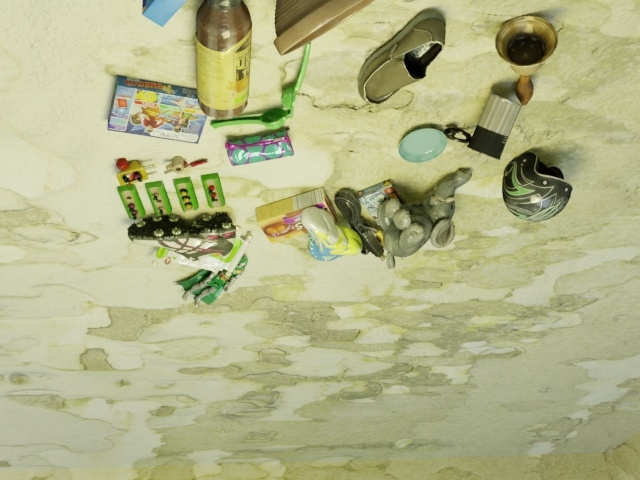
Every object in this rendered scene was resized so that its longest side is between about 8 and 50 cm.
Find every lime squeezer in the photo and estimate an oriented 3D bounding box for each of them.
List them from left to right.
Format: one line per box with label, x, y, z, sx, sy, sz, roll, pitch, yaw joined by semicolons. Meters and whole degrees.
lime squeezer;-0.096;-0.309;1.741;0.310;0.059;0.110;-33;107;32

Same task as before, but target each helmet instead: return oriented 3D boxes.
helmet;0.544;-0.126;2.021;0.169;0.161;0.169;-6;144;-4

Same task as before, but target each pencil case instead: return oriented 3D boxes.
pencil case;-0.139;-0.213;1.836;0.152;0.064;0.070;-10;160;1

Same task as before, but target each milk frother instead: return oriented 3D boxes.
milk frother;0.372;-0.275;1.847;0.143;0.129;0.134;22;103;4

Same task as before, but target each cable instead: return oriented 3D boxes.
cable;0.114;-0.044;2.139;0.139;0.072;0.287;12;147;49

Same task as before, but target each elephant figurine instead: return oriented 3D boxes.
elephant figurine;0.278;-0.056;2.048;0.239;0.169;0.186;-19;174;-28

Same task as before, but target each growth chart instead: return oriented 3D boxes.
growth chart;-0.311;0.018;2.121;0.237;0.021;0.172;11;124;-20

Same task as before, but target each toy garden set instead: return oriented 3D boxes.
toy garden set;-0.364;-0.124;1.920;0.244;0.049;0.203;-8;144;-1

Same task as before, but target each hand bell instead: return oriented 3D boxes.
hand bell;0.448;-0.364;1.748;0.126;0.126;0.242;-15;155;7

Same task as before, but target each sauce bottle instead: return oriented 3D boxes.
sauce bottle;-0.187;-0.387;1.548;0.111;0.111;0.344;-3;145;-9

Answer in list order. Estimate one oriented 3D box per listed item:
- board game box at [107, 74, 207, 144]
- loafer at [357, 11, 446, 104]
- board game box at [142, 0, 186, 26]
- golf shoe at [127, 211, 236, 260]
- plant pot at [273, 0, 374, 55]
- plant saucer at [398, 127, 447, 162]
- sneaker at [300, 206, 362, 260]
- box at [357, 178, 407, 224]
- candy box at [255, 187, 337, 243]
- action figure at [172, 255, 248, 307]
board game box;-0.347;-0.278;1.726;0.201;0.035;0.136;7;141;-21
loafer;0.168;-0.366;1.675;0.094;0.087;0.251;16;137;-31
board game box;-0.226;-0.489;1.362;0.047;0.160;0.210;26;131;-38
golf shoe;-0.348;0.003;2.023;0.273;0.105;0.120;-1;124;-13
plant pot;0.001;-0.447;1.471;0.237;0.237;0.109;-27;99;23
plant saucer;0.244;-0.234;1.928;0.119;0.021;0.119;-6;145;-4
sneaker;0.000;0.000;2.048;0.126;0.091;0.240;-29;142;26
box;0.166;-0.098;2.090;0.094;0.027;0.137;-20;143;17
candy box;-0.061;-0.062;2.069;0.187;0.053;0.109;-16;144;11
action figure;-0.288;0.107;2.247;0.232;0.063;0.137;-36;133;26
